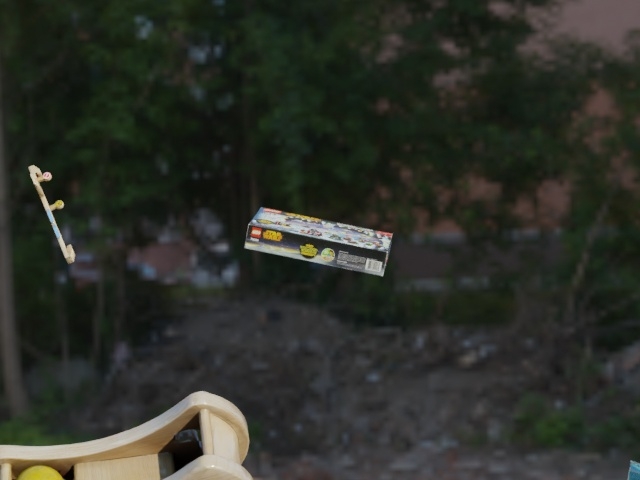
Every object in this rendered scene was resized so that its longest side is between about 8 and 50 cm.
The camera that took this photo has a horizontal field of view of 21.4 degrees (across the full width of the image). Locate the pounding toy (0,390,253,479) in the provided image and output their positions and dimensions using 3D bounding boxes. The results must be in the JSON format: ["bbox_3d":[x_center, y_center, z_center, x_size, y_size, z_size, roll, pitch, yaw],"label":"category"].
[{"bbox_3d":[-0.127,0.228,1.356,0.269,0.155,0.154,-2,-44,-10],"label":"pounding toy"}]

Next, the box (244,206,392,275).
[{"bbox_3d":[0.000,0.000,1.648,0.137,0.027,0.094,11,11,3],"label":"box"}]

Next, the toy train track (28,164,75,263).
[{"bbox_3d":[-0.190,-0.021,1.213,0.014,0.083,0.048,-23,-28,-6],"label":"toy train track"}]

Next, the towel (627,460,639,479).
[{"bbox_3d":[0.205,0.341,1.104,0.040,0.370,0.271,21,1,-15],"label":"towel"}]
